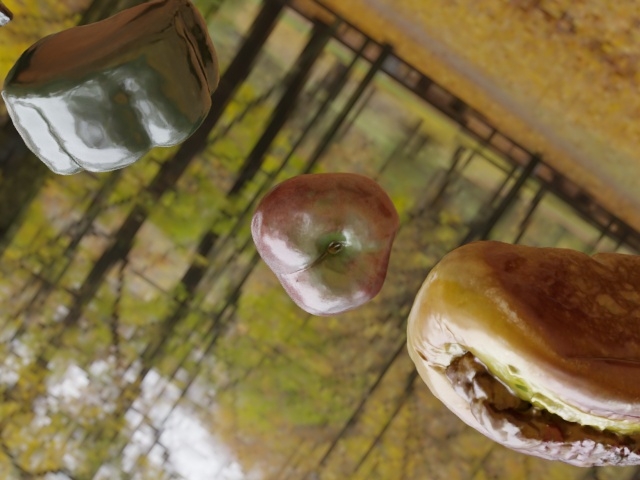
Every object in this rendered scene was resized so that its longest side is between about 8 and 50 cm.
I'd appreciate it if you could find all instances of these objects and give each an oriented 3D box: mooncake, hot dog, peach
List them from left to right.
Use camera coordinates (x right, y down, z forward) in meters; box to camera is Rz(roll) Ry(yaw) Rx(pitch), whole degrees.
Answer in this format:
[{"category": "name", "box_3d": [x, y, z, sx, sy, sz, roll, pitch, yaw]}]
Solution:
[{"category": "mooncake", "box_3d": [-0.168, -0.129, 1.241, 0.175, 0.168, 0.104, 17, 145, 50]}, {"category": "peach", "box_3d": [0.000, 0.000, 1.546, 0.152, 0.152, 0.152, 34, -175, -3]}, {"category": "hot dog", "box_3d": [0.302, 0.135, 1.636, 0.405, 0.185, 0.223, 5, -135, -19]}]

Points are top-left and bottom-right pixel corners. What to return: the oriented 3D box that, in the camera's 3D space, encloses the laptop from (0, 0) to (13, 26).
[{"category": "laptop", "box_3d": [-0.387, -0.283, 1.432, 0.207, 0.026, 0.154, 41, 180, -39]}]
